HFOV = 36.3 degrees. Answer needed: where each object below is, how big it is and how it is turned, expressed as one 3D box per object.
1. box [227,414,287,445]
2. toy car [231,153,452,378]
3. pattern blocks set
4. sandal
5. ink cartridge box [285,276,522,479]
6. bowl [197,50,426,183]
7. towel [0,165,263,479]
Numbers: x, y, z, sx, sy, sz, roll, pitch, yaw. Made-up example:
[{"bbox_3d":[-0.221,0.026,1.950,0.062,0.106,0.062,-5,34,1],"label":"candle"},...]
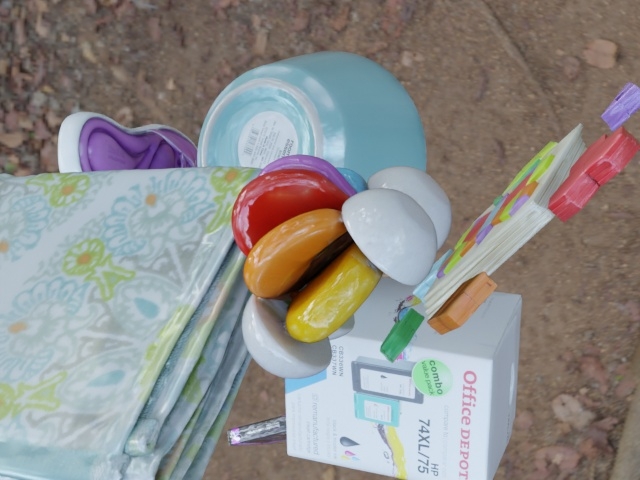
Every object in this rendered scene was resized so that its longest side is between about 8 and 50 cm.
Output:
[{"bbox_3d":[-0.050,0.296,1.531,0.162,0.116,0.029,-24,66,40],"label":"box"},{"bbox_3d":[0.000,0.000,0.715,0.136,0.182,0.159,45,112,0],"label":"toy car"},{"bbox_3d":[0.164,-0.016,0.866,0.026,0.285,0.325,41,121,0],"label":"pattern blocks set"},{"bbox_3d":[-0.268,-0.110,1.560,0.102,0.416,0.169,1,91,20],"label":"sandal"},{"bbox_3d":[0.113,0.178,1.290,0.270,0.197,0.198,7,112,20],"label":"ink cartridge box"},{"bbox_3d":[-0.038,-0.107,1.264,0.312,0.163,0.311,-1,88,30],"label":"bowl"},{"bbox_3d":[-0.217,0.075,0.835,0.375,0.090,0.320,1,49,28],"label":"towel"}]
